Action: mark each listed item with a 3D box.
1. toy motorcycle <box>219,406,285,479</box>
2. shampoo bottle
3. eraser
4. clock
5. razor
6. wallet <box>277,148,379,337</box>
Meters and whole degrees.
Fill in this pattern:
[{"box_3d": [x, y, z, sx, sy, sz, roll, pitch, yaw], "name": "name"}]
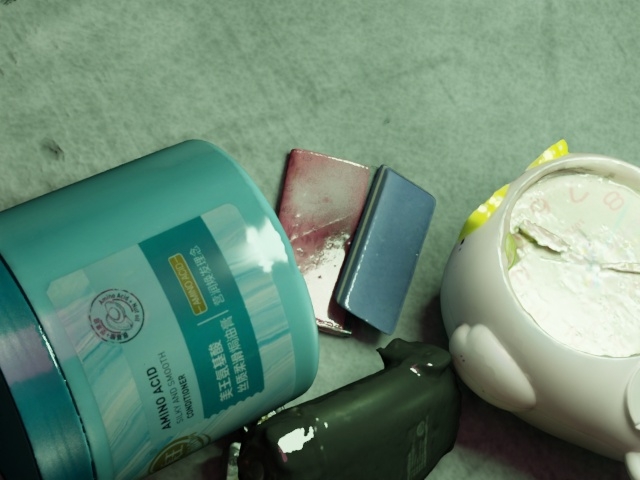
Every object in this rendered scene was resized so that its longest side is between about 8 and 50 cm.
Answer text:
[{"box_3d": [-0.047, 0.298, 1.938, 0.152, 0.073, 0.225, 18, 67, -12], "name": "toy motorcycle"}, {"box_3d": [-0.222, 0.092, 1.829, 0.343, 0.331, 0.331, -24, 78, -22], "name": "shampoo bottle"}, {"box_3d": [0.084, 0.010, 2.072, 0.082, 0.036, 0.225, 31, 62, -23], "name": "eraser"}, {"box_3d": [0.339, 0.100, 2.008, 0.368, 0.250, 0.376, -38, 77, -23], "name": "clock"}, {"box_3d": [0.040, 0.240, 1.878, 0.107, 0.189, 0.327, 18, 29, 35], "name": "razor"}, {"box_3d": [0.000, 0.000, 2.080, 0.119, 0.025, 0.232, 13, 68, -9], "name": "wallet"}]
